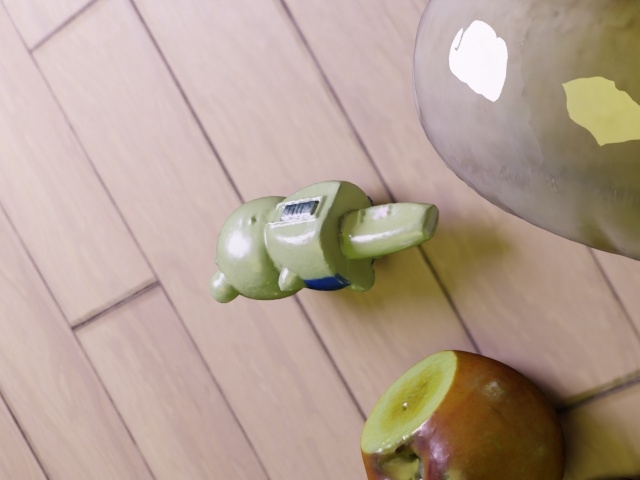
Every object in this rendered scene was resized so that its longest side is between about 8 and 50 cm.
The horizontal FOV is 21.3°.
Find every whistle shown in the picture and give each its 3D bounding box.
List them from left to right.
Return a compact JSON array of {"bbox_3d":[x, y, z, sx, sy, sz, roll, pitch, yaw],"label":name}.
[{"bbox_3d":[0.000,0.000,1.406,0.227,0.105,0.085,-9,134,35],"label":"whistle"}]

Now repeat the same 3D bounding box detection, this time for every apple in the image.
[{"bbox_3d":[0.112,0.168,1.357,0.163,0.147,0.146,48,128,12],"label":"apple"}]

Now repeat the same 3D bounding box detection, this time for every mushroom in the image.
[{"bbox_3d":[0.190,-0.116,1.076,0.356,0.315,0.315,52,130,11],"label":"mushroom"}]

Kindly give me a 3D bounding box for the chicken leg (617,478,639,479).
[{"bbox_3d":[0.295,0.268,1.322,0.322,0.083,0.177,-14,109,41],"label":"chicken leg"}]
